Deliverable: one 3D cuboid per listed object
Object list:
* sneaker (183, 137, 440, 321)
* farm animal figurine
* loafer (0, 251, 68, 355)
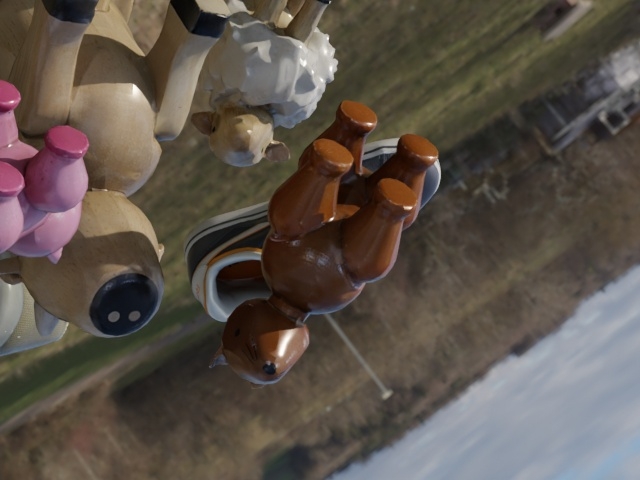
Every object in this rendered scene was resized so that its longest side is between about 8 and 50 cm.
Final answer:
[{"bbox_3d":[0.000,0.000,1.296,0.321,0.127,0.126,-25,131,7],"label":"sneaker"},{"bbox_3d":[-0.133,-0.046,0.525,0.330,0.326,0.172,14,127,-22],"label":"farm animal figurine"},{"bbox_3d":[-0.230,-0.016,0.694,0.094,0.251,0.087,-44,147,12],"label":"loafer"}]
